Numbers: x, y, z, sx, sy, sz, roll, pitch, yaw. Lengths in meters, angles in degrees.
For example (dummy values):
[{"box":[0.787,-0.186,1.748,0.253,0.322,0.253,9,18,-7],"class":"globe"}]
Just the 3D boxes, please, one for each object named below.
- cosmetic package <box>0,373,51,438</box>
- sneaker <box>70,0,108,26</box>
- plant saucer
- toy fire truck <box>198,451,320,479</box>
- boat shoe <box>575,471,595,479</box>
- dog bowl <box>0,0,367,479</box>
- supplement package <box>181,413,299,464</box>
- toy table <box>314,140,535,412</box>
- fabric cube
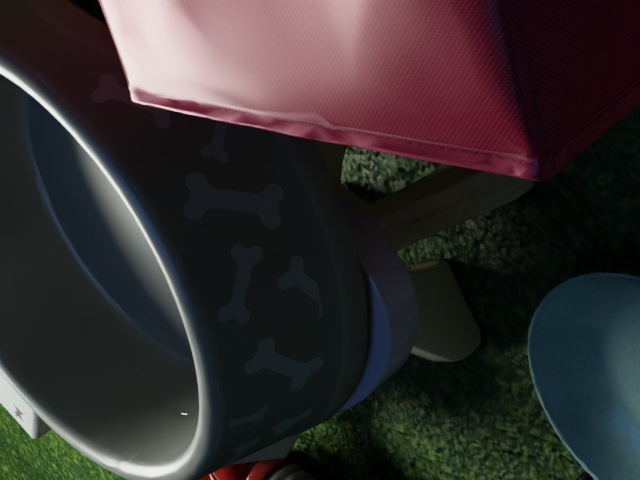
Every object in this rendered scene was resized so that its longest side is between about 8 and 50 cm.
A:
[{"box":[-0.234,0.048,1.175,0.151,0.184,0.151,42,145,18],"class":"cosmetic package"},{"box":[-0.217,-0.159,1.011,0.262,0.104,0.125,38,163,-1],"class":"sneaker"},{"box":[0.215,0.095,0.782,0.195,0.037,0.195,33,142,30],"class":"plant saucer"},{"box":[-0.011,0.204,1.094,0.217,0.158,0.246,31,151,33],"class":"toy fire truck"},{"box":[0.173,0.214,0.925,0.049,0.056,0.152,30,140,26],"class":"boat shoe"},{"box":[-0.134,-0.002,0.787,0.349,0.102,0.348,31,140,31],"class":"dog bowl"},{"box":[-0.087,0.079,1.027,0.179,0.105,0.105,47,118,34],"class":"supplement package"},{"box":[0.000,0.000,0.858,0.274,0.161,0.252,8,125,48],"class":"toy table"},{"box":[0.045,-0.211,0.524,0.254,0.259,0.258,14,131,45],"class":"fabric cube"}]
